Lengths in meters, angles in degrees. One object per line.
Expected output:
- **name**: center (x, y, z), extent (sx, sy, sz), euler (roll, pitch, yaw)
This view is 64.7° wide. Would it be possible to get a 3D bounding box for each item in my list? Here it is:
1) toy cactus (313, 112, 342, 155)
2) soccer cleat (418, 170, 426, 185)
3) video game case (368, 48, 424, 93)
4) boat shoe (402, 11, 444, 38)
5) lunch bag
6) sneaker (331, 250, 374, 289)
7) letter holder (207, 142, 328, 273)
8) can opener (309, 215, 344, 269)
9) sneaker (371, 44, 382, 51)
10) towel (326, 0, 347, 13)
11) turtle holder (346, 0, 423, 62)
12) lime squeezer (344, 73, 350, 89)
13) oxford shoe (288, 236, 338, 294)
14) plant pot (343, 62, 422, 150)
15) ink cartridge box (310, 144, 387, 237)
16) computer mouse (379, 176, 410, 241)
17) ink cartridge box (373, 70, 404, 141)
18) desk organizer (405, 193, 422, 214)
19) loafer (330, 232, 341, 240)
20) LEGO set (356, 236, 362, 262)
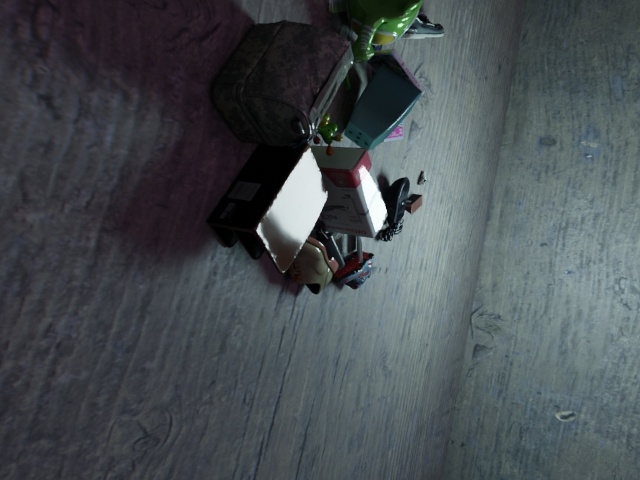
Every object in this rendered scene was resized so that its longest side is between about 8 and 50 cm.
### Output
- **toy cactus**: center (-0.042, -0.315, 1.444), extent (0.181, 0.219, 0.112), euler (-2, 121, -18)
- **soccer cleat**: center (0.487, -0.293, 2.380), extent (0.083, 0.036, 0.029), euler (-64, 144, -25)
- **video game case**: center (0.250, -0.577, 1.734), extent (0.023, 0.201, 0.183), euler (-48, 118, -3)
- **boat shoe**: center (0.418, -0.878, 2.058), extent (0.320, 0.116, 0.098), euler (-29, 125, -46)
- **lunch bag**: center (-0.078, -0.383, 1.251), extent (0.305, 0.256, 0.212), euler (-63, 144, -26)
- **sneaker**: center (0.126, 0.130, 1.847), extent (0.262, 0.104, 0.125), euler (-25, 120, -53)
- **letter holder**: center (-0.123, -0.088, 1.355), extent (0.301, 0.152, 0.214), euler (-62, 145, -28)
- **can opener**: center (0.000, 0.000, 1.663), extent (0.093, 0.074, 0.280), euler (-36, 134, -4)
- **sneaker**: center (0.196, -0.707, 1.810), extent (0.053, 0.059, 0.144), euler (-60, 173, -81)
- **towel**: center (0.052, -0.795, 1.579), extent (0.113, 0.023, 0.151), euler (-36, 127, -48)
- **turtle holder**: center (0.203, -0.731, 1.624), extent (0.227, 0.244, 0.320), euler (111, -27, -69)
- **lime squeezer**: center (0.034, -0.594, 1.589), extent (0.110, 0.059, 0.310), euler (-53, 151, 11)
- **oxford shoe**: center (-0.051, 0.068, 1.536), extent (0.348, 0.123, 0.130), euler (43, 66, -52)
- **plant pot**: center (0.195, -0.433, 1.718), extent (0.234, 0.166, 0.165), euler (-53, 179, -14)
- **ink cartridge box**: center (0.072, -0.151, 1.592), extent (0.117, 0.207, 0.283), euler (-57, 140, -32)
- **computer mouse**: center (0.303, -0.140, 2.104), extent (0.188, 0.072, 0.272), euler (-28, 133, -55)
- **ink cartridge box**: center (0.264, -0.541, 1.947), extent (0.186, 0.065, 0.310), euler (-23, 115, -54)
- **desk organizer**: center (0.419, -0.165, 2.294), extent (0.130, 0.047, 0.050), euler (-38, 131, -48)
- **loafer**: center (0.061, -0.034, 1.772), extent (0.125, 0.039, 0.045), euler (-37, 160, -45)
- **LEGO set**: center (0.156, -0.061, 1.821), extent (0.182, 0.060, 0.244), euler (-88, 177, -76)
